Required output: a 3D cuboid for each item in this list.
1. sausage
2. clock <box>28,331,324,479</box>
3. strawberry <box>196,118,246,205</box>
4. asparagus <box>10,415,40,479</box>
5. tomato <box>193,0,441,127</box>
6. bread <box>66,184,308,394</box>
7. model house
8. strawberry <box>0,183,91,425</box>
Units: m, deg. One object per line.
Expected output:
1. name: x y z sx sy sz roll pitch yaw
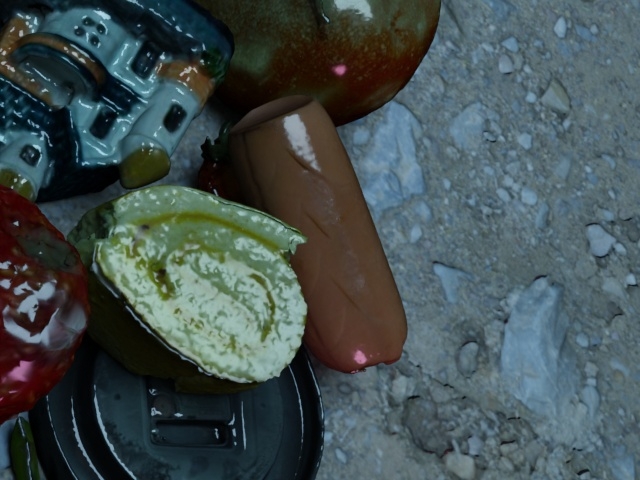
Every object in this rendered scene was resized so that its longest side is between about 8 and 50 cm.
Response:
1. sausage: 0.000 0.001 1.872 0.121 0.121 0.304 -31 104 -38
2. clock: -0.145 0.172 1.824 0.319 0.066 0.318 13 64 -28
3. strawberry: -0.068 -0.045 1.951 0.192 0.085 0.140 23 72 -31
4. asparagus: -0.279 0.286 1.709 0.034 0.027 0.236 3 68 -27
5. tomato: -0.005 -0.273 2.003 0.304 0.239 0.303 13 66 -31
6. bread: -0.135 0.044 1.761 0.257 0.124 0.186 27 65 -11
7. model house: -0.259 -0.135 1.823 0.253 0.184 0.291 35 59 -21
8. strawberry: -0.373 0.050 1.580 0.292 0.310 0.291 11 69 -29
